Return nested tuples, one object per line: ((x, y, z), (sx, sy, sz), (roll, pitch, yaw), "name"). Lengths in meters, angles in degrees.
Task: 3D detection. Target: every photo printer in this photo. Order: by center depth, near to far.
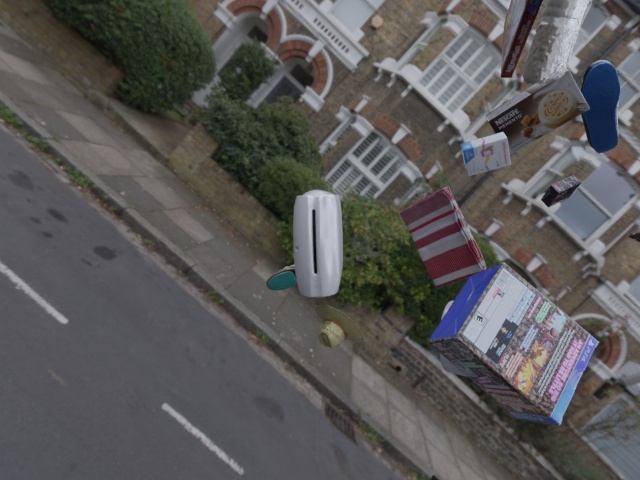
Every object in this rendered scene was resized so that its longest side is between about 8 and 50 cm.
((0.000, 0.000, 1.037), (0.107, 0.255, 0.307), (-1, 5, 5), "photo printer")

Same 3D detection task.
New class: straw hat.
((0.027, 0.217, 0.958), (0.145, 0.061, 0.144), (27, -30, 17), "straw hat")

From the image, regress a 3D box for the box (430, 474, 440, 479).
((0.298, 0.804, 1.033), (0.073, 0.293, 0.296), (47, -13, -14), "box")

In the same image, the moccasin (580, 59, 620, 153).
((0.976, -0.473, 1.464), (0.116, 0.138, 0.341), (-74, 148, -48), "moccasin")

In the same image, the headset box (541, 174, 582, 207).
((0.612, -0.124, 1.051), (0.062, 0.083, 0.032), (86, -22, -57), "headset box")

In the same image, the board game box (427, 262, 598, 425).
((0.454, 0.242, 0.981), (0.291, 0.232, 0.141), (41, -22, 2), "board game box")

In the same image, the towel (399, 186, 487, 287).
((0.440, -0.004, 1.508), (0.037, 0.237, 0.328), (-17, 80, -39), "towel")

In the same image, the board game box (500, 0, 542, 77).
((0.386, -0.454, 0.770), (0.027, 0.144, 0.281), (8, -13, 13), "board game box")

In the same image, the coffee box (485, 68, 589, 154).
((0.667, -0.401, 1.281), (0.141, 0.247, 0.098), (51, 29, -15), "coffee box")

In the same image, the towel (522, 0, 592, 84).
((0.391, -0.349, 0.653), (0.049, 0.187, 0.282), (22, 32, 26), "towel")

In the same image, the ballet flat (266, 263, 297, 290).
((-0.082, 0.107, 1.371), (0.067, 0.207, 0.073), (-109, 180, -65), "ballet flat")

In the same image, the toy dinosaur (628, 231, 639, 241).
((0.493, -0.045, 0.581), (0.268, 0.118, 0.064), (-3, 26, -45), "toy dinosaur")

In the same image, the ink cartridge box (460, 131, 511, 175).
((0.482, -0.251, 1.197), (0.052, 0.123, 0.088), (-80, 151, -56), "ink cartridge box")

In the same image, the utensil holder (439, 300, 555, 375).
((0.707, 0.400, 1.626), (0.386, 0.327, 0.328), (0, -22, 36), "utensil holder")
